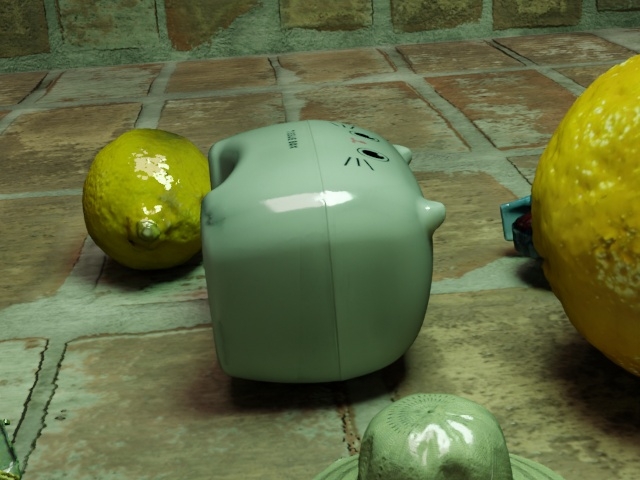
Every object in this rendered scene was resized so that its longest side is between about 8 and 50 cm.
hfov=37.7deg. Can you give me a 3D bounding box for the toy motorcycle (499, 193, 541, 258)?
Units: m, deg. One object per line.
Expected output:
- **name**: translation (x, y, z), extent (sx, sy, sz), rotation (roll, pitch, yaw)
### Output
- **toy motorcycle**: translation (0.429, -0.053, 1.211), extent (0.416, 0.172, 0.232), rotation (-16, 16, -7)

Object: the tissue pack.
- **tissue pack**: translation (0.000, 0.000, 1.005), extent (0.236, 0.229, 0.333), rotation (-5, 21, -2)

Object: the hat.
- **hat**: translation (0.087, 0.174, 0.701), extent (0.252, 0.110, 0.252), rotation (-4, 20, 1)

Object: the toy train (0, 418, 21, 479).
- **toy train**: translation (-0.282, 0.218, 0.609), extent (0.261, 0.134, 0.177), rotation (-13, 22, -25)

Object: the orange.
- **orange**: translation (0.353, -0.017, 0.869), extent (0.293, 0.340, 0.340), rotation (-20, 11, 30)

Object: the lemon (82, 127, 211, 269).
- **lemon**: translation (-0.225, -0.053, 1.257), extent (0.188, 0.188, 0.256), rotation (-7, 19, -9)
